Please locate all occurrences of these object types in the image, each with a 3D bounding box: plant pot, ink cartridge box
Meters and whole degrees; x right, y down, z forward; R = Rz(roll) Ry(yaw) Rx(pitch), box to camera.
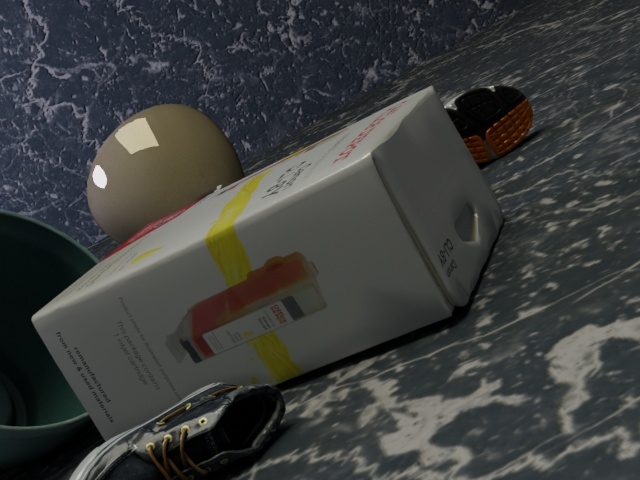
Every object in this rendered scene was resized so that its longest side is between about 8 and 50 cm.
[{"bbox_3d":[-0.241,-0.075,1.826,0.284,0.284,0.191,-33,46,-21],"label":"plant pot"},{"bbox_3d":[-0.375,0.136,1.127,0.196,0.293,0.293,-54,-6,35],"label":"plant pot"},{"bbox_3d":[-0.041,0.020,1.018,0.384,0.160,0.279,-24,11,24],"label":"ink cartridge box"}]

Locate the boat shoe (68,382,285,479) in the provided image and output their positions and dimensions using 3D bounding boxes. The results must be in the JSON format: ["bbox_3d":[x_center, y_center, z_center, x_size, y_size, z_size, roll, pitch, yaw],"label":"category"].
[{"bbox_3d":[-0.110,0.162,0.782,0.183,0.065,0.083,-36,11,-39],"label":"boat shoe"}]

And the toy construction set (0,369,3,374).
[{"bbox_3d":[-0.520,0.194,1.383,0.237,0.257,0.309,-42,-9,-5],"label":"toy construction set"}]

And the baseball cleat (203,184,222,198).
[{"bbox_3d":[-0.092,-0.014,1.391,0.206,0.072,0.109,5,72,39],"label":"baseball cleat"}]

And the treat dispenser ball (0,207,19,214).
[{"bbox_3d":[-0.568,0.085,1.726,0.288,0.288,0.288,-28,10,6],"label":"treat dispenser ball"}]

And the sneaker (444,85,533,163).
[{"bbox_3d":[0.159,-0.128,1.398,0.262,0.099,0.121,-28,6,-2],"label":"sneaker"}]
